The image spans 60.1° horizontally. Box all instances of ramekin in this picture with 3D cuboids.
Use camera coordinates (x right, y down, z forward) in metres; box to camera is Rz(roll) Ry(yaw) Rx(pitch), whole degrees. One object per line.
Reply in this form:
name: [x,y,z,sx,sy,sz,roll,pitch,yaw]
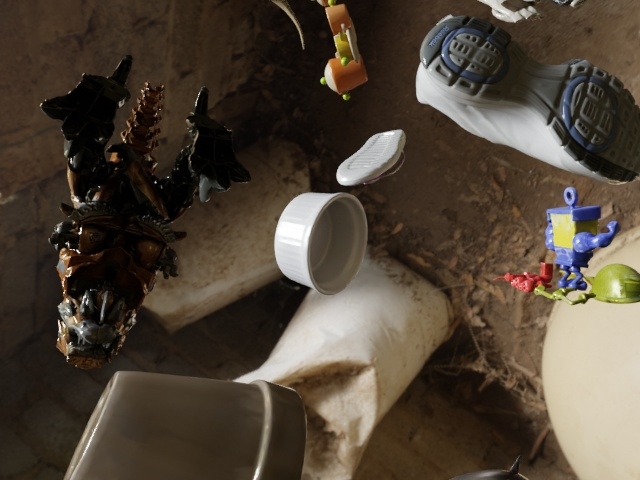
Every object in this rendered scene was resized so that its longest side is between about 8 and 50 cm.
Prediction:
ramekin: [0.000,0.000,1.508,0.135,0.277,0.277,12,125,36]

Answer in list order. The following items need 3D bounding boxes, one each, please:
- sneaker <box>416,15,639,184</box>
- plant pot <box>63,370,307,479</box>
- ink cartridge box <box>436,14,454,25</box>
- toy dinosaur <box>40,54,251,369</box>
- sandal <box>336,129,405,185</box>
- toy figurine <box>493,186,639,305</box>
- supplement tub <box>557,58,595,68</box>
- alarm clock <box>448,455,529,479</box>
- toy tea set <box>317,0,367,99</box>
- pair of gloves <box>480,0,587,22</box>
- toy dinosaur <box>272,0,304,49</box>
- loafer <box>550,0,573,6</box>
sneaker: [0.249,-0.157,0.665,0.297,0.111,0.129,31,171,1]
plant pot: [-0.216,0.334,0.839,0.280,0.323,0.323,27,137,-16]
ink cartridge box: [0.474,-0.477,1.663,0.307,0.072,0.304,54,178,26]
toy dinosaur: [-0.197,-0.049,0.543,0.218,0.164,0.322,-49,54,44]
sandal: [0.185,-0.238,1.696,0.169,0.416,0.102,-5,116,30]
toy figurine: [0.507,-0.002,1.136,0.191,0.362,0.218,0,93,-3]
supplement tub: [0.564,-0.353,1.319,0.117,0.190,0.117,42,148,35]
alarm clock: [0.136,0.285,0.533,0.129,0.064,0.192,30,112,-31]
toy tea set: [0.030,-0.551,1.494,0.124,0.336,0.200,-16,152,11]
pair of gloves: [0.551,-0.643,1.426,0.042,0.240,0.204,70,175,-53]
toy dinosaur: [-0.076,-0.362,0.782,0.183,0.053,0.092,39,174,-3]
loafer: [0.537,-0.620,1.316,0.170,0.061,0.062,60,136,25]
